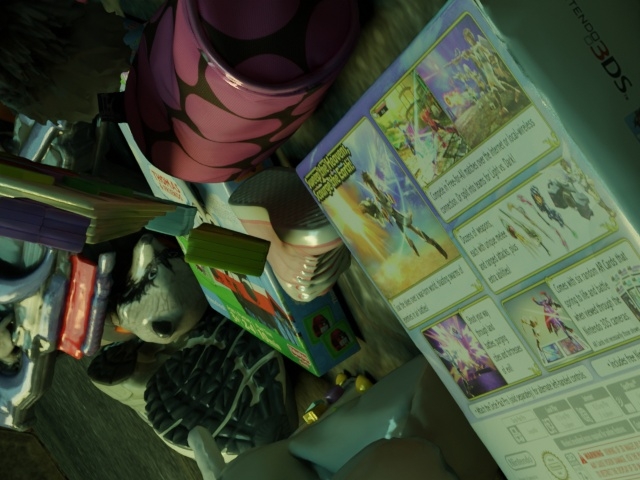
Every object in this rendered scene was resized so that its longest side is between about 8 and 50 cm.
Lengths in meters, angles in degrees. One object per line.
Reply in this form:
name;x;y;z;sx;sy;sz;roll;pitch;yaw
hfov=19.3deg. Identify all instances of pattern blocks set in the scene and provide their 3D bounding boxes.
pattern blocks set;-0.164;-0.029;0.979;0.285;0.026;0.325;14;-177;-6

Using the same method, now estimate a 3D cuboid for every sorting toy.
sorting toy;0.003;0.122;1.187;0.045;0.075;0.083;58;163;-7

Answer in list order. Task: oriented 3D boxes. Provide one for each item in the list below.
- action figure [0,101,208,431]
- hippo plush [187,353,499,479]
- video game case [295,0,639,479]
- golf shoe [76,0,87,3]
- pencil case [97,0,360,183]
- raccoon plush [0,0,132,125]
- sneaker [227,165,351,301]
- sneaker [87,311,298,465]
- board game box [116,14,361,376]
action figure;-0.191;-0.055;1.372;0.330;0.178;0.341;42;129;25
hippo plush;0.031;0.228;1.018;0.236;0.234;0.294;48;140;-14
video game case;0.108;0.026;0.746;0.244;0.061;0.269;55;163;1
golf shoe;-0.232;-0.239;1.074;0.306;0.115;0.140;68;-176;-55
pencil case;-0.047;-0.092;0.922;0.209;0.095;0.098;147;110;-71
raccoon plush;-0.258;-0.125;0.850;0.446;0.299;0.216;30;133;-26
sneaker;0.000;0.000;1.023;0.070;0.051;0.134;57;164;-19
sneaker;-0.065;0.118;1.376;0.122;0.110;0.283;44;171;-22
board game box;-0.064;-0.030;1.160;0.160;0.039;0.211;27;146;59
